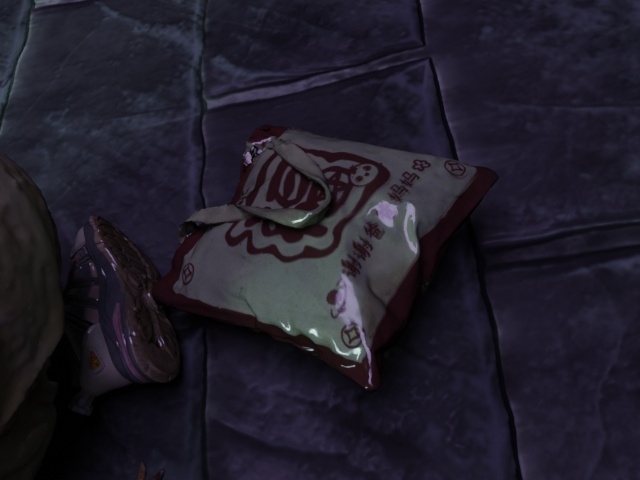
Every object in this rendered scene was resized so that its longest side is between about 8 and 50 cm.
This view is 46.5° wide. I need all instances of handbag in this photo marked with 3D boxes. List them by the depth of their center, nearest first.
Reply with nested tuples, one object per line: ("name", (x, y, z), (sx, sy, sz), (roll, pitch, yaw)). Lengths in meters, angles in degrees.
("handbag", (0.000, 0.000, 0.612), (0.235, 0.127, 0.213), (15, 62, 36))

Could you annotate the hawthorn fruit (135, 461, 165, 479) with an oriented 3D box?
("hawthorn fruit", (-0.158, 0.259, 0.426), (0.275, 0.276, 0.308), (0, 44, 15))

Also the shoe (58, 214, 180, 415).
("shoe", (-0.189, 0.065, 0.650), (0.092, 0.089, 0.180), (-34, 53, 8))

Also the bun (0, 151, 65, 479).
("bun", (-0.294, 0.100, 0.526), (0.213, 0.361, 0.361), (19, 61, -10))
